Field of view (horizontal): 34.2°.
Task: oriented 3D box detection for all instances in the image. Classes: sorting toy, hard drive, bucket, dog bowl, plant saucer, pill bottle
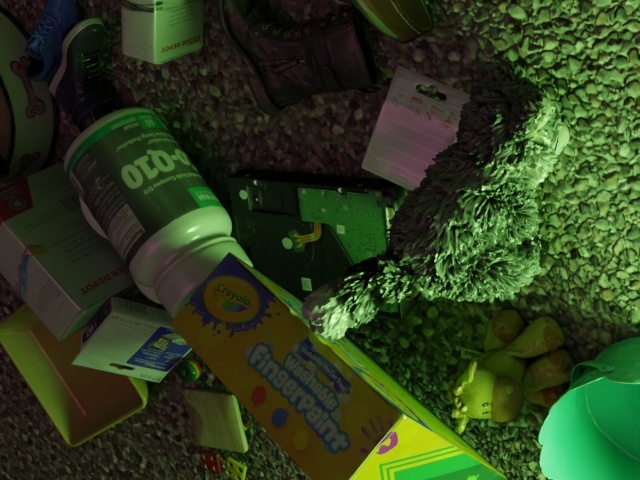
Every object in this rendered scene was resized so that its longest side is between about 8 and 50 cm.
[{"bbox_3d":[-0.206,0.371,2.154,0.132,0.046,0.274,1,111,34],"label":"sorting toy"},{"bbox_3d":[0.000,0.000,1.827,0.339,0.064,0.237,6,115,33],"label":"hard drive"},{"bbox_3d":[0.478,0.289,1.552,0.281,0.183,0.281,14,119,28],"label":"bucket"},{"bbox_3d":[-0.741,-0.289,2.149,0.408,0.150,0.408,15,119,28],"label":"dog bowl"},{"bbox_3d":[-0.539,0.262,2.313,0.333,0.081,0.333,-32,92,40],"label":"plant saucer"},{"bbox_3d":[-0.289,-0.047,1.876,0.361,0.204,0.204,53,131,16],"label":"pill bottle"}]

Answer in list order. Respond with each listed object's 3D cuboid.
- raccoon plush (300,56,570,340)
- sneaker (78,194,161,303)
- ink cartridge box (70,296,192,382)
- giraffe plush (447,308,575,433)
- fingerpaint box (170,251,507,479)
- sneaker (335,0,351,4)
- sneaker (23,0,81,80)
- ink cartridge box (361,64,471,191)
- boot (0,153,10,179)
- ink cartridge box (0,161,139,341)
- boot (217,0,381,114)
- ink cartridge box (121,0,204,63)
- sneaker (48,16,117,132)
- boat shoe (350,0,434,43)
[{"bbox_3d":[0.179,-0.054,1.463,0.216,0.446,0.299,30,140,36],"label":"raccoon plush"},{"bbox_3d":[-0.347,-0.029,2.039,0.152,0.114,0.305,-34,97,31],"label":"sneaker"},{"bbox_3d":[-0.372,0.205,2.109,0.208,0.206,0.045,-46,39,37],"label":"ink cartridge box"},{"bbox_3d":[0.282,0.223,1.665,0.210,0.170,0.181,-10,105,37],"label":"giraffe plush"},{"bbox_3d":[0.025,0.255,1.638,0.163,0.371,0.445,-51,50,0],"label":"fingerpaint box"},{"bbox_3d":[0.002,-0.438,1.594,0.185,0.084,0.069,44,87,9],"label":"sneaker"},{"bbox_3d":[-0.516,-0.391,1.986,0.069,0.082,0.209,38,128,15],"label":"sneaker"},{"bbox_3d":[0.159,-0.171,1.664,0.145,0.045,0.179,27,106,23],"label":"ink cartridge box"},{"bbox_3d":[-0.720,-0.179,2.052,0.246,0.083,0.161,45,121,4],"label":"boot"},{"bbox_3d":[-0.522,0.019,2.091,0.306,0.226,0.131,50,129,6],"label":"ink cartridge box"},{"bbox_3d":[-0.029,-0.337,1.686,0.229,0.091,0.263,-15,106,33],"label":"boot"},{"bbox_3d":[-0.266,-0.413,1.766,0.082,0.139,0.191,20,122,25],"label":"ink cartridge box"},{"bbox_3d":[-0.423,-0.296,1.955,0.163,0.086,0.226,54,141,16],"label":"sneaker"},{"bbox_3d":[0.076,-0.448,1.529,0.120,0.122,0.324,-29,94,37],"label":"boat shoe"}]
